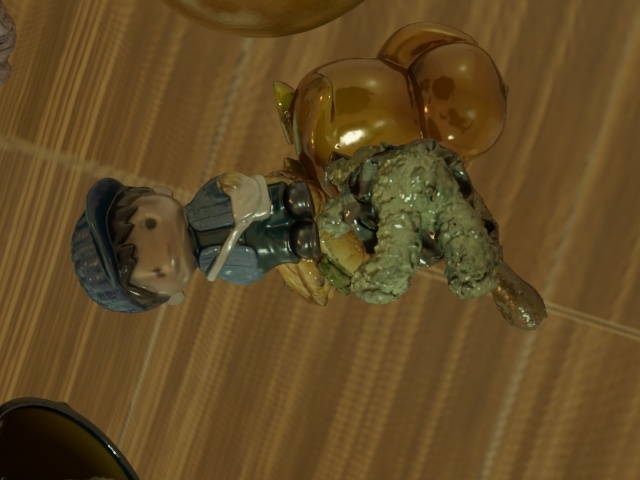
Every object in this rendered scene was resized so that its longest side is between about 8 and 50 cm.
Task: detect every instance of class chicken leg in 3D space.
[{"bbox_3d":[0.136,0.005,1.561,0.069,0.085,0.198,-40,69,10],"label":"chicken leg"}]

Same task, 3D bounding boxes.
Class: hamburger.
[{"bbox_3d":[0.006,0.005,1.701,0.087,0.102,0.176,-48,136,-20],"label":"hamburger"}]

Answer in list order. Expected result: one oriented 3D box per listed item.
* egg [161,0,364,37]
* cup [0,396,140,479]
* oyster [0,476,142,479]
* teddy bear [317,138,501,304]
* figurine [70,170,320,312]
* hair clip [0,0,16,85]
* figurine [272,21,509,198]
[{"bbox_3d":[-0.041,-0.325,1.462,0.283,0.351,0.282,7,132,8],"label":"egg"},{"bbox_3d":[-0.342,0.302,1.676,0.292,0.308,0.242,-36,142,22],"label":"cup"},{"bbox_3d":[-0.134,0.163,0.612,0.198,0.268,0.112,-49,60,37],"label":"oyster"},{"bbox_3d":[0.061,-0.038,1.403,0.133,0.213,0.111,-4,122,-15],"label":"teddy bear"},{"bbox_3d":[-0.077,-0.005,1.031,0.149,0.087,0.086,-11,99,2],"label":"figurine"},{"bbox_3d":[-0.387,-0.191,1.454,0.173,0.069,0.300,-46,125,6],"label":"hair clip"},{"bbox_3d":[0.071,-0.122,1.797,0.228,0.215,0.215,-2,99,-18],"label":"figurine"}]
